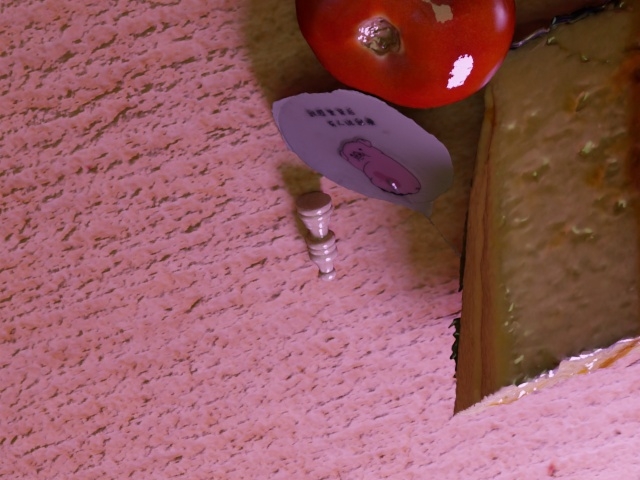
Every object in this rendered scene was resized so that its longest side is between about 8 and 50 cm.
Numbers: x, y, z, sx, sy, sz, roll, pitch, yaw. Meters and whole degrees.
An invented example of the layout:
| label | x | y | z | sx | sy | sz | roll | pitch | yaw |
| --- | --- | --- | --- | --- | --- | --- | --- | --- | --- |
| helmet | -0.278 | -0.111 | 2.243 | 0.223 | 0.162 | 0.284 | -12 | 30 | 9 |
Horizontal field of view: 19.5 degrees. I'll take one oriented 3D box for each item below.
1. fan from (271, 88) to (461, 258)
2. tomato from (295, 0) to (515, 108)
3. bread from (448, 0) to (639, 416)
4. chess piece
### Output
| label | x | y | z | sx | sy | sz | roll | pitch | yaw |
| --- | --- | --- | --- | --- | --- | --- | --- | --- | --- |
| fan | 0.077 | -0.044 | 1.756 | 0.182 | 0.010 | 0.310 | 0 | 146 | 42 |
| tomato | 0.077 | -0.208 | 1.624 | 0.195 | 0.136 | 0.195 | 16 | 136 | 17 |
| bread | 0.279 | -0.059 | 1.759 | 0.346 | 0.242 | 0.404 | -9 | 87 | -8 |
| chess piece | 0.000 | 0.000 | 1.808 | 0.035 | 0.035 | 0.092 | -9 | 123 | 2 |
